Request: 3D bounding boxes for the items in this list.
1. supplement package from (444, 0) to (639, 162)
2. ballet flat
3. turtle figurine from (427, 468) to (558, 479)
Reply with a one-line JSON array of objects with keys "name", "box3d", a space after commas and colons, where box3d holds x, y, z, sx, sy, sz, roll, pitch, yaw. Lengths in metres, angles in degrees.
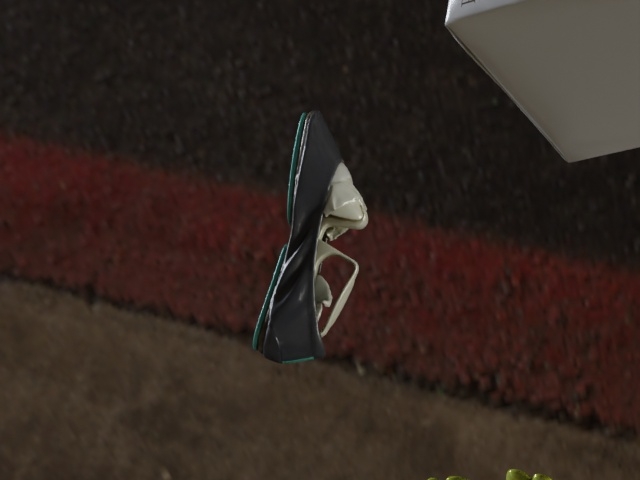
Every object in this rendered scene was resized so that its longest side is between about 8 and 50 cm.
[{"name": "supplement package", "box3d": [0.253, -0.191, 1.208, 0.293, 0.175, 0.178, -13, 53, 33]}, {"name": "ballet flat", "box3d": [0.000, 0.000, 1.488, 0.074, 0.074, 0.203, 8, 81, 21]}, {"name": "turtle figurine", "box3d": [0.080, 0.233, 1.005, 0.087, 0.269, 0.217, 31, 64, -17]}]
